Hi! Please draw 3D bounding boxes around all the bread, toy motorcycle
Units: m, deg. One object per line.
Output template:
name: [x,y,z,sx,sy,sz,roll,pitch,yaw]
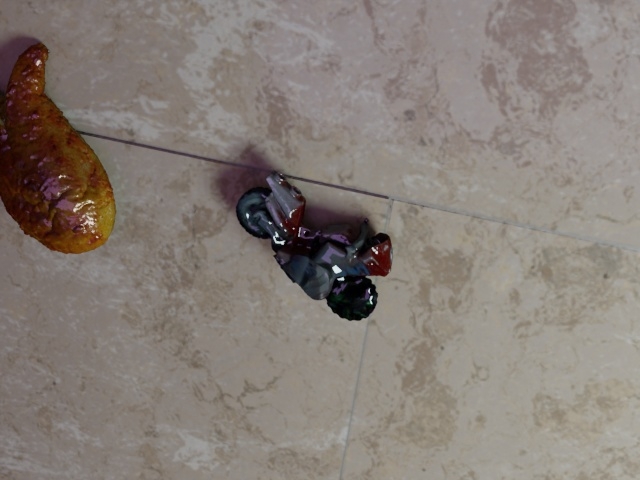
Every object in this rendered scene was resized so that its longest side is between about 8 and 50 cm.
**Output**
bread: [-0.353,-0.104,1.286,0.139,0.095,0.269,-25,97,12]
toy motorcycle: [0.000,0.000,1.238,0.213,0.082,0.122,42,113,-4]
